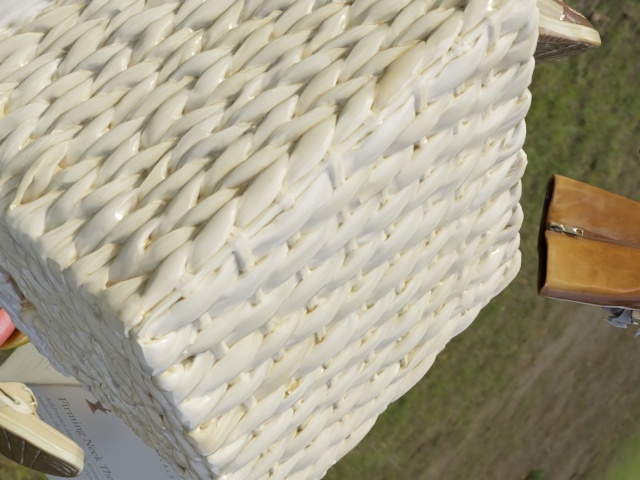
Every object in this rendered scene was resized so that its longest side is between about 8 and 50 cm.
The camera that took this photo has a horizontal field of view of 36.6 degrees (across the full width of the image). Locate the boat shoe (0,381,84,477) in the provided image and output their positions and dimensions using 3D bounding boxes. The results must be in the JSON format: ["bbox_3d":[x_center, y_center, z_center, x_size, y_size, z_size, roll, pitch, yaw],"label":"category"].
[{"bbox_3d":[-0.486,0.260,1.493,0.098,0.302,0.109,-60,179,-38],"label":"boat shoe"}]

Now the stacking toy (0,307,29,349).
[{"bbox_3d":[-0.367,0.006,1.020,0.480,0.350,0.350,-7,133,-47],"label":"stacking toy"}]

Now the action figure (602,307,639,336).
[{"bbox_3d":[0.563,0.059,1.734,0.099,0.285,0.185,23,114,-25],"label":"action figure"}]

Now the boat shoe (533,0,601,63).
[{"bbox_3d":[0.225,-0.278,1.124,0.342,0.123,0.123,-4,86,-49],"label":"boat shoe"}]

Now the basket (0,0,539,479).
[{"bbox_3d":[-0.049,-0.031,0.666,0.331,0.266,0.328,-43,149,-21],"label":"basket"}]

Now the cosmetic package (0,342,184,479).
[{"bbox_3d":[-0.297,0.268,1.736,0.327,0.394,0.329,-57,134,-46],"label":"cosmetic package"}]

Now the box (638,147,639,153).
[{"bbox_3d":[0.538,-0.176,1.354,0.056,0.183,0.231,-7,128,-13],"label":"box"}]

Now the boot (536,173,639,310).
[{"bbox_3d":[0.342,0.062,0.897,0.096,0.280,0.264,113,-12,-54],"label":"boot"}]
